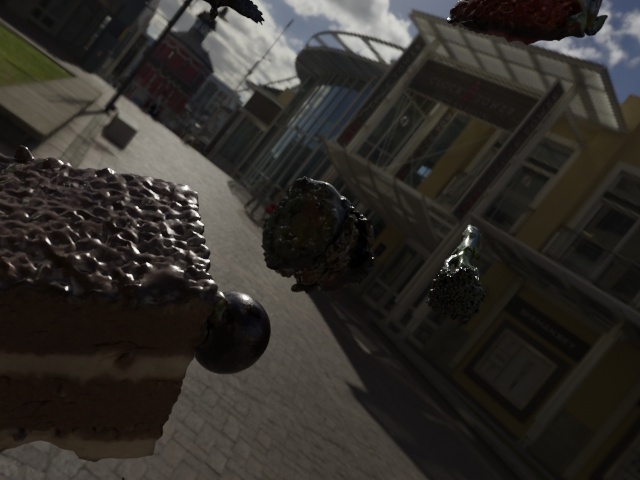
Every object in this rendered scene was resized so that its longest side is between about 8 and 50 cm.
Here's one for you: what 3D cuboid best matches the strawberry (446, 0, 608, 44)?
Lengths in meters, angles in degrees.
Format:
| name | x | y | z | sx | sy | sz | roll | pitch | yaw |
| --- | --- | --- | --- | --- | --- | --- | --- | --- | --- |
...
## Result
| name | x | y | z | sx | sy | sz | roll | pitch | yaw |
| --- | --- | --- | --- | --- | --- | --- | --- | --- | --- |
| strawberry | 0.370 | -0.463 | 1.087 | 0.306 | 0.233 | 0.137 | 24 | -50 | 34 |

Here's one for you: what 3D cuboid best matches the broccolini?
| name | x | y | z | sx | sy | sz | roll | pitch | yaw |
| --- | --- | --- | --- | --- | --- | --- | --- | --- | --- |
| broccolini | 0.180 | 0.030 | 0.684 | 0.058 | 0.067 | 0.216 | 19 | 23 | 17 |

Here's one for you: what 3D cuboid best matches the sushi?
| name | x | y | z | sx | sy | sz | roll | pitch | yaw |
| --- | --- | --- | --- | --- | --- | --- | --- | --- | --- |
| sushi | 0.004 | 0.003 | 1.281 | 0.219 | 0.225 | 0.238 | 34 | -23 | -35 |

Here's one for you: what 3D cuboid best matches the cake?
| name | x | y | z | sx | sy | sz | roll | pitch | yaw |
| --- | --- | --- | --- | --- | --- | --- | --- | --- | --- |
| cake | -0.150 | 0.044 | 0.355 | 0.135 | 0.147 | 0.134 | 8 | 37 | -25 |

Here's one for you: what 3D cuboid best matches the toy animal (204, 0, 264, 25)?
| name | x | y | z | sx | sy | sz | roll | pitch | yaw |
| --- | --- | --- | --- | --- | --- | --- | --- | --- | --- |
| toy animal | -0.215 | -0.507 | 1.181 | 0.220 | 0.108 | 0.062 | 14 | -31 | -22 |

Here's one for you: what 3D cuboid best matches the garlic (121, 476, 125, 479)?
| name | x | y | z | sx | sy | sz | roll | pitch | yaw |
| --- | --- | --- | --- | --- | --- | --- | --- | --- | --- |
| garlic | -0.217 | 0.386 | 0.701 | 0.198 | 0.128 | 0.090 | 59 | 33 | 4 |

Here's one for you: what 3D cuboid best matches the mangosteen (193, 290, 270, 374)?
| name | x | y | z | sx | sy | sz | roll | pitch | yaw |
| --- | --- | --- | --- | --- | --- | --- | --- | --- | --- |
| mangosteen | -0.223 | 0.194 | 1.268 | 0.230 | 0.194 | 0.194 | 32 | 6 | -37 |
